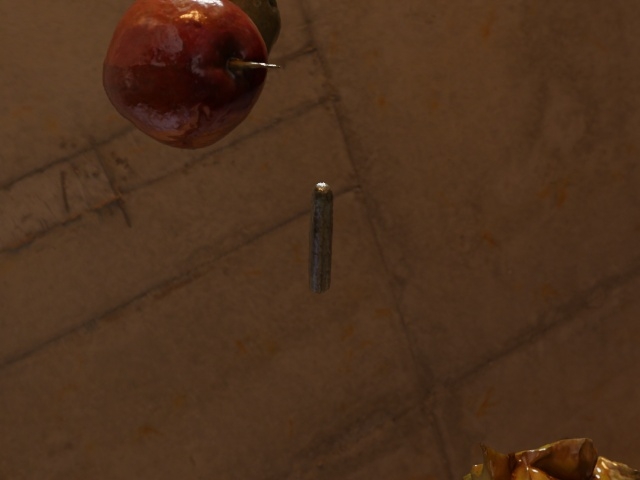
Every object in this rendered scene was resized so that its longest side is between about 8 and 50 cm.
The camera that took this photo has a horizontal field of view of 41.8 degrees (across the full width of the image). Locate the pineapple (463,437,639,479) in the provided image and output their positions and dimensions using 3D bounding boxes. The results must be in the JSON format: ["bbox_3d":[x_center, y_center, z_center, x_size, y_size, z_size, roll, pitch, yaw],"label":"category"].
[{"bbox_3d":[0.143,0.191,0.403,0.164,0.140,0.249,-9,-39,-15],"label":"pineapple"}]

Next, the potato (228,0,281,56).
[{"bbox_3d":[-0.123,-0.195,0.885,0.194,0.157,0.157,-42,-60,3],"label":"potato"}]

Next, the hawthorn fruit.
[{"bbox_3d":[-0.100,-0.135,0.636,0.125,0.140,0.125,2,-96,-16],"label":"hawthorn fruit"}]

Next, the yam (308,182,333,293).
[{"bbox_3d":[0.000,0.000,0.695,0.021,0.021,0.116,-19,-43,-21],"label":"yam"}]
